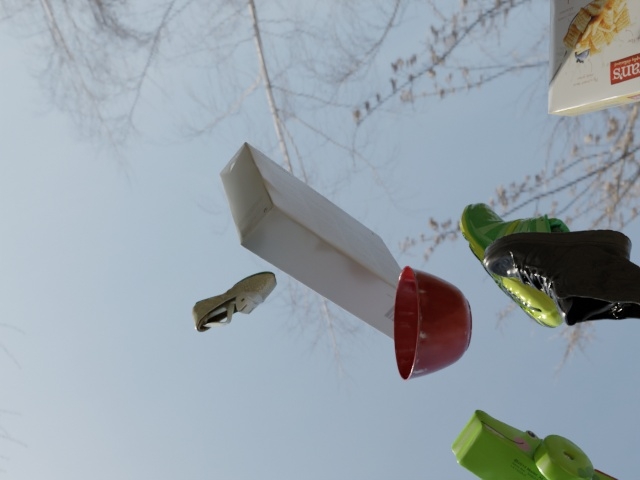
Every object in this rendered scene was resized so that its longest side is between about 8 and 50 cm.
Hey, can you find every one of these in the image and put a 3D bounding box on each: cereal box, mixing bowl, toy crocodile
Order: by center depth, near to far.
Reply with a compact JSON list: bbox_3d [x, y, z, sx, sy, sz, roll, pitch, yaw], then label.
[{"bbox_3d":[0.311,0.303,0.851,0.340,0.115,0.105,28,-156,13],"label":"toy crocodile"},{"bbox_3d":[0.347,-0.281,0.902,0.047,0.240,0.173,2,178,-24],"label":"cereal box"},{"bbox_3d":[0.180,0.131,1.189,0.098,0.181,0.181,2,-143,-6],"label":"mixing bowl"}]

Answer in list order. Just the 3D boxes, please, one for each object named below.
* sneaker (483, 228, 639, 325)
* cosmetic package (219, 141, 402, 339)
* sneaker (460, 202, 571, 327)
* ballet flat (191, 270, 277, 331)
[{"bbox_3d":[0.224,0.037,0.691,0.170,0.051,0.089,-7,-131,36],"label":"sneaker"},{"bbox_3d":[0.000,0.000,1.402,0.097,0.377,0.284,-48,-150,15],"label":"cosmetic package"},{"bbox_3d":[0.297,0.018,1.076,0.123,0.109,0.295,-38,-151,5],"label":"sneaker"},{"bbox_3d":[-0.133,0.102,1.181,0.168,0.057,0.052,-26,-128,28],"label":"ballet flat"}]
